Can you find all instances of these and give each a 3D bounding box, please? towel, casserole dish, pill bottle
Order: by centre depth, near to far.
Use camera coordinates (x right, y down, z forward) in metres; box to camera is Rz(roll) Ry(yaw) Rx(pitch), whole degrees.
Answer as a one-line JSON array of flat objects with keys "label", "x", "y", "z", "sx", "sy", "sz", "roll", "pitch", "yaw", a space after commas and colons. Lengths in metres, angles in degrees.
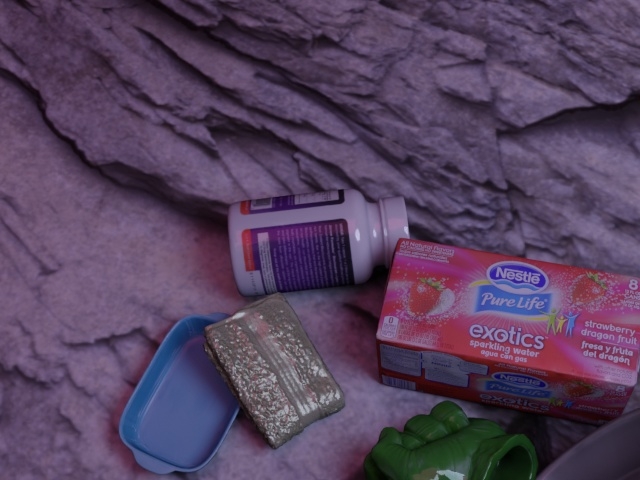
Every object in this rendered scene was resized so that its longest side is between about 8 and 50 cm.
[{"label": "towel", "x": -0.049, "y": 0.135, "z": 1.113, "sx": 0.110, "sy": 0.027, "sz": 0.148, "roll": -28, "pitch": 81, "yaw": -25}, {"label": "casserole dish", "x": -0.136, "y": 0.166, "z": 1.132, "sx": 0.114, "sy": 0.037, "sz": 0.188, "roll": 20, "pitch": 64, "yaw": 16}, {"label": "pill bottle", "x": 0.000, "y": 0.000, "z": 1.169, "sx": 0.193, "sy": 0.108, "sz": 0.108, "roll": -6, "pitch": 61, "yaw": 2}]

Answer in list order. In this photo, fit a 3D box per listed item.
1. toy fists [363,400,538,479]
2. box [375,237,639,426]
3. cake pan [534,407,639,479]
[{"label": "toy fists", "x": 0.077, "y": 0.256, "z": 0.986, "sx": 0.142, "sy": 0.096, "sz": 0.279, "roll": 3, "pitch": 36, "yaw": 43}, {"label": "box", "x": 0.193, "y": 0.096, "z": 1.087, "sx": 0.257, "sy": 0.128, "sz": 0.123, "roll": 9, "pitch": 63, "yaw": 11}, {"label": "cake pan", "x": 0.249, "y": 0.256, "z": 0.897, "sx": 0.293, "sy": 0.293, "sz": 0.054, "roll": -45, "pitch": 98, "yaw": -18}]
